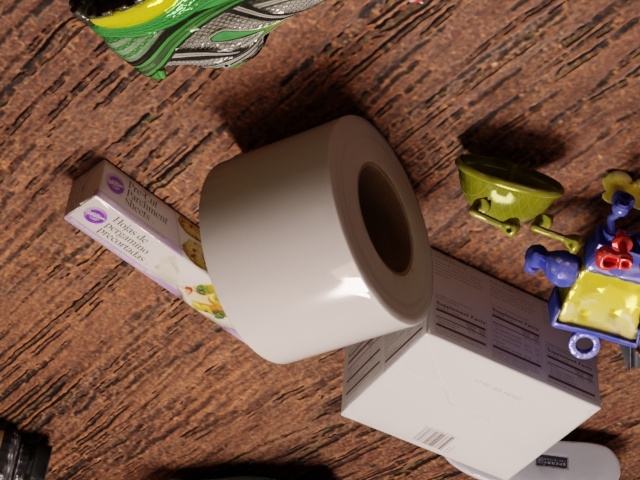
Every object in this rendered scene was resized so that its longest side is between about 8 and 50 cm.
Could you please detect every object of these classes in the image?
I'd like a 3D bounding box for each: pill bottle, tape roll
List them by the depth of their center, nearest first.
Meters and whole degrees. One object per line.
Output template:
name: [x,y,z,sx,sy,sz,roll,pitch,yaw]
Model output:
tape roll: [0.000,0.000,1.582,0.169,0.246,0.246,-19,133,25]
pill bottle: [-0.512,0.324,2.080,0.219,0.123,0.123,14,137,-10]

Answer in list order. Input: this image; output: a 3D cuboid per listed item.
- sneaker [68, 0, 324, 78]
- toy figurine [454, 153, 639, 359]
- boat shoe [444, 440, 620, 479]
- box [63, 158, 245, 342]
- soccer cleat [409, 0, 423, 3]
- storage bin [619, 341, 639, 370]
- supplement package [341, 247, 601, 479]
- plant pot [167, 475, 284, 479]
sneaker: [-0.072,-0.255,1.413,0.343,0.134,0.146,-10,143,28]
toy figurine: [0.304,0.054,1.617,0.362,0.191,0.217,13,123,-3]
boat shoe: [0.292,0.318,2.019,0.258,0.095,0.084,15,158,1]
box: [-0.171,0.023,1.756,0.063,0.067,0.324,-30,126,32]
soccer cleat: [0.115,-0.273,1.432,0.035,0.029,0.083,40,125,-21]
storage bin: [0.419,0.093,1.764,0.091,0.098,0.135,-12,136,3]
supplement package: [0.189,0.163,1.817,0.262,0.145,0.204,25,134,-20]
plant pot: [-0.130,0.471,2.124,0.255,0.272,0.272,11,140,16]
